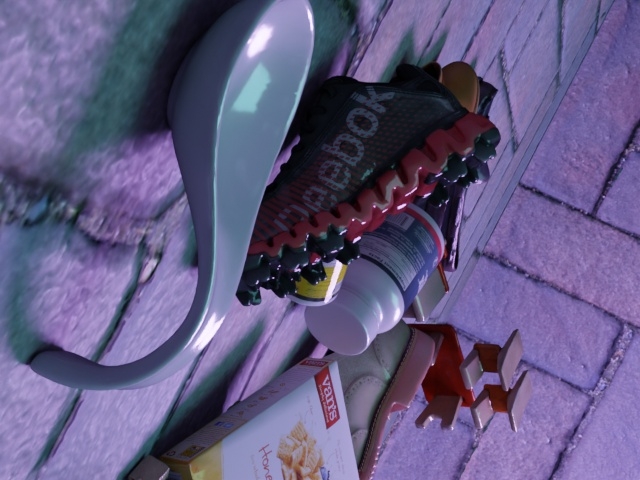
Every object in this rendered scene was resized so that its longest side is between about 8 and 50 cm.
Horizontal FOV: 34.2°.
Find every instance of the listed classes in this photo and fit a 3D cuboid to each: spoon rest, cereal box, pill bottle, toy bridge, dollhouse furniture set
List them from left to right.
[{"bbox_3d":[-0.172,0.269,0.945,0.063,0.026,0.188,-48,160,-43],"label":"toy bridge"},{"bbox_3d":[-0.069,-0.025,0.630,0.276,0.084,0.137,-62,167,1],"label":"spoon rest"},{"bbox_3d":[-0.050,0.240,1.033,0.240,0.047,0.173,-28,113,-49],"label":"cereal box"},{"bbox_3d":[0.000,0.000,0.977,0.065,0.065,0.116,-46,159,-51],"label":"pill bottle"},{"bbox_3d":[0.059,0.044,1.196,0.180,0.108,0.108,-50,162,-40],"label":"pill bottle"},{"bbox_3d":[0.160,0.140,1.506,0.135,0.262,0.259,-51,132,-46],"label":"dollhouse furniture set"}]

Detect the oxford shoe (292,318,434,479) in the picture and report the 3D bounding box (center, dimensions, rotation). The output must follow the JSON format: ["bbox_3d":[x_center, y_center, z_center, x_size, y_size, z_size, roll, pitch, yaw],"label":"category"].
[{"bbox_3d":[-0.003,0.235,1.290,0.140,0.146,0.397,-38,-165,50],"label":"oxford shoe"}]

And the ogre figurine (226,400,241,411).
[{"bbox_3d":[-0.102,0.275,1.088,0.118,0.097,0.197,49,40,-61],"label":"ogre figurine"}]

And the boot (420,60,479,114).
[{"bbox_3d":[0.121,-0.152,1.130,0.197,0.073,0.152,-60,163,-21],"label":"boot"}]

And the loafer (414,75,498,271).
[{"bbox_3d":[0.205,-0.089,1.505,0.109,0.095,0.302,-42,156,-56],"label":"loafer"}]

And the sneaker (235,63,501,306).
[{"bbox_3d":[0.009,-0.055,0.847,0.276,0.135,0.097,-32,169,-18],"label":"sneaker"}]
